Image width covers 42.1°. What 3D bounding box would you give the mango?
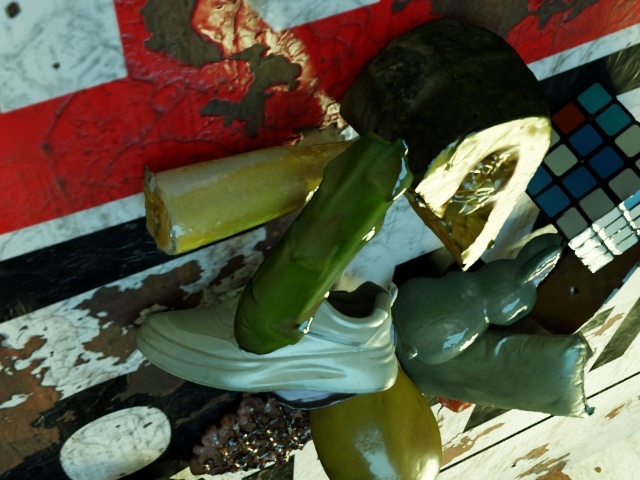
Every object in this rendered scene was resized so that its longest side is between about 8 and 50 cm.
[{"bbox_3d":[0.079,0.280,1.257,0.173,0.211,0.317,-2,129,31],"label":"mango"}]

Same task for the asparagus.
[{"bbox_3d":[0.001,0.001,0.788,0.085,0.082,0.343,-45,172,-45],"label":"asparagus"}]

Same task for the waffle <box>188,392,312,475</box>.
[{"bbox_3d":[-0.087,0.305,1.319,0.234,0.055,0.221,5,135,-40],"label":"waffle"}]

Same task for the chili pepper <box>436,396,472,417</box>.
[{"bbox_3d":[0.256,0.277,1.555,0.086,0.084,0.192,5,132,-22],"label":"chili pepper"}]

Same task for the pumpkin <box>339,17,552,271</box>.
[{"bbox_3d":[0.110,-0.076,0.843,0.190,0.139,0.280,-16,144,-32],"label":"pumpkin"}]

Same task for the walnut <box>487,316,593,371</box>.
[{"bbox_3d":[0.331,0.184,1.371,0.230,0.178,0.178,-3,163,29],"label":"walnut"}]

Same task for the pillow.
[{"bbox_3d":[0.257,0.189,1.253,0.302,0.075,0.185,4,135,24],"label":"pillow"}]

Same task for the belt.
[{"bbox_3d":[0.392,0.019,1.203,0.261,0.105,0.184,-57,176,11],"label":"belt"}]

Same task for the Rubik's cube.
[{"bbox_3d":[0.346,-0.076,1.044,0.154,0.151,0.155,-39,150,15],"label":"Rubik's cube"}]

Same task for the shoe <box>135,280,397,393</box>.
[{"bbox_3d":[-0.044,0.083,0.959,0.316,0.124,0.159,9,104,-22],"label":"shoe"}]

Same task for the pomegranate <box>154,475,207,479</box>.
[{"bbox_3d":[-0.226,0.483,1.294,0.260,0.260,0.340,-40,180,15],"label":"pomegranate"}]

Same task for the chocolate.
[{"bbox_3d":[-0.056,-0.050,0.793,0.219,0.086,0.086,-17,147,-24],"label":"chocolate"}]

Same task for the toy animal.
[{"bbox_3d":[0.225,0.081,1.132,0.251,0.127,0.125,-25,148,20],"label":"toy animal"}]

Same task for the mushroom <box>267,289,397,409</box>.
[{"bbox_3d":[0.000,0.142,1.097,0.188,0.141,0.117,-19,-178,-15],"label":"mushroom"}]
